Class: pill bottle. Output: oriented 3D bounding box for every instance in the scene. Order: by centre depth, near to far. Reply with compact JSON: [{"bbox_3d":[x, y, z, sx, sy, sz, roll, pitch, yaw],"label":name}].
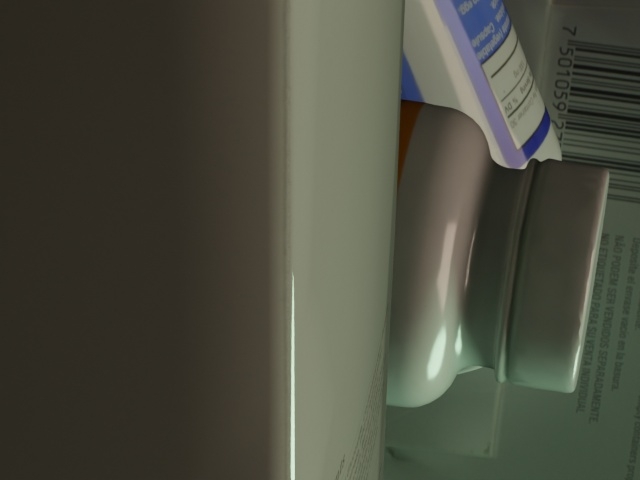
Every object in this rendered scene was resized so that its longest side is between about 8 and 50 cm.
[{"bbox_3d":[0.000,0.000,0.826,0.136,0.245,0.136,9,90,-81],"label":"pill bottle"},{"bbox_3d":[0.033,-0.071,0.949,0.272,0.152,0.152,65,23,-21],"label":"pill bottle"}]

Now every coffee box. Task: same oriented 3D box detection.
[{"bbox_3d":[0.117,-0.044,1.206,0.334,0.338,0.338,-53,151,-72],"label":"coffee box"}]

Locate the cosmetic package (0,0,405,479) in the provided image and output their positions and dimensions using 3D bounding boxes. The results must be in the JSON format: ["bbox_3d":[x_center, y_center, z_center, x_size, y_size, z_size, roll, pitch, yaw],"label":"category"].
[{"bbox_3d":[-0.082,-0.004,0.498,0.155,0.197,0.365,-70,167,-49],"label":"cosmetic package"}]
